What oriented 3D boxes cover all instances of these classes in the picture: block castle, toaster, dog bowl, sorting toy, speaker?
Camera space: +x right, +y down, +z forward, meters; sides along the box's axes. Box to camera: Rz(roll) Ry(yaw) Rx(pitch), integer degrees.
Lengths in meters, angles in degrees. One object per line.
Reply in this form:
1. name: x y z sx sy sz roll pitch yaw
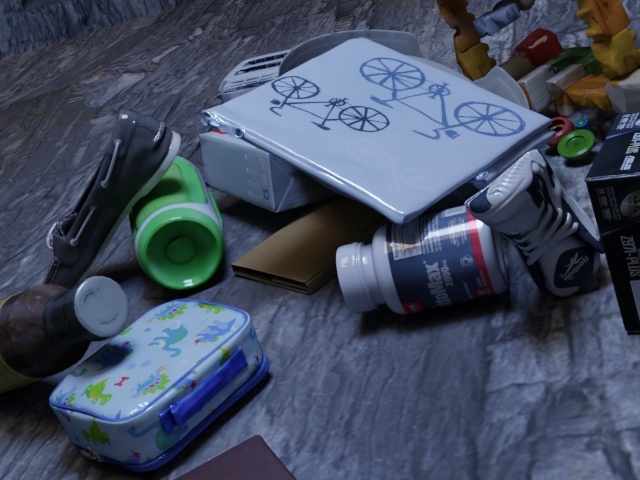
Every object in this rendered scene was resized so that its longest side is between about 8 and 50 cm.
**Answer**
1. block castle: 0.347 -0.349 1.544 0.212 0.303 0.453 -34 17 -13
2. toaster: -0.068 -0.242 1.885 0.227 0.146 0.129 -7 29 26
3. dog bowl: 0.107 -0.168 1.509 0.348 0.102 0.349 6 37 -4
4. sorting toy: 0.347 -0.134 1.492 0.061 0.042 0.102 -36 37 1
5. speaker: -0.217 -0.035 1.599 0.131 0.131 0.296 -22 25 -4

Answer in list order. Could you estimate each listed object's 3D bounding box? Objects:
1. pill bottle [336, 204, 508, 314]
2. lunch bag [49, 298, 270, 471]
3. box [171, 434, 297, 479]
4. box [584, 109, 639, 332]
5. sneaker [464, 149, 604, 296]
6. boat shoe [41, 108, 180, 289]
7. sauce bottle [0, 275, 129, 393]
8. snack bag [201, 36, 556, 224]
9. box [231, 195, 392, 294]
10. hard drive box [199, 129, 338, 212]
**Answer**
1. pill bottle: 0.115 0.027 1.244 0.180 0.108 0.108 -14 25 15
2. lunch bag: -0.176 0.158 1.214 0.176 0.090 0.219 4 34 43
3. box: 0.004 0.301 0.671 0.143 0.191 0.381 -28 27 -17
4. box: 0.338 -0.022 1.088 0.077 0.180 0.147 -5 28 32
5. sneaker: 0.241 -0.008 1.155 0.094 0.153 0.235 -39 -9 11
6. boat shoe: -0.326 -0.050 1.555 0.335 0.095 0.112 -50 24 22
7. sauce bottle: -0.345 0.116 1.300 0.344 0.111 0.111 -19 18 47
8. snack bag: 0.078 -0.142 1.354 0.323 0.037 0.342 29 41 26
9. box: 0.000 0.000 1.488 0.201 0.021 0.164 -36 29 -31
10. hard drive box: -0.052 -0.123 1.648 0.181 0.089 0.232 -16 19 -28
